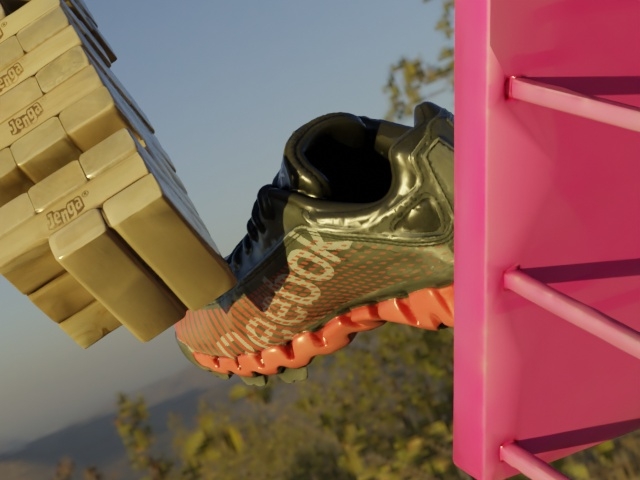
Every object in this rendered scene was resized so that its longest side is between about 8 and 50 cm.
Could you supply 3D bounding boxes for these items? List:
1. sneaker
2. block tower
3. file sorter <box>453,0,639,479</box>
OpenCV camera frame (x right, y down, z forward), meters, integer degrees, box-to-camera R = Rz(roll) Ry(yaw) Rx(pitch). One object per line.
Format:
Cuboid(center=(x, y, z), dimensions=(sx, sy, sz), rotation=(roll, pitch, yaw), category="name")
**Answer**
Cuboid(center=(0.000, 0.000, 0.761), dimensions=(0.276, 0.135, 0.098), rotation=(-19, 28, 43), category="sneaker")
Cuboid(center=(-0.163, -0.091, 0.758), dimensions=(0.091, 0.335, 0.097), rotation=(-32, -38, 1), category="block tower")
Cuboid(center=(0.176, -0.048, 0.424), dimensions=(0.202, 0.291, 0.182), rotation=(-14, 24, -29), category="file sorter")
